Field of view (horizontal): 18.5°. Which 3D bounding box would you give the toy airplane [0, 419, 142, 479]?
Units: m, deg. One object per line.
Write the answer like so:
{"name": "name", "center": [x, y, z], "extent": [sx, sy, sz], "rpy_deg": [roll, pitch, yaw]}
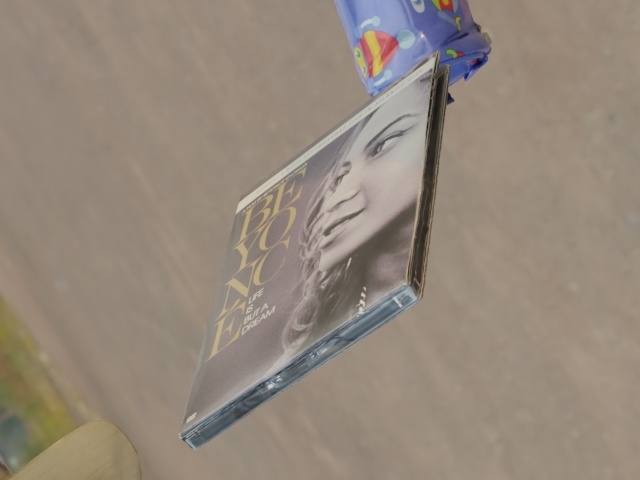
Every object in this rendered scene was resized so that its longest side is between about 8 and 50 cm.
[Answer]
{"name": "toy airplane", "center": [-0.301, 0.261, 1.118], "extent": [0.272, 0.386, 0.384], "rpy_deg": [-9, 72, 57]}

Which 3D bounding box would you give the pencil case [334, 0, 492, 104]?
{"name": "pencil case", "center": [0.068, -0.276, 1.833], "extent": [0.119, 0.133, 0.306], "rpy_deg": [144, 111, -66]}

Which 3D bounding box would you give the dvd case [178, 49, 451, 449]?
{"name": "dvd case", "center": [0.000, 0.000, 1.082], "extent": [0.018, 0.164, 0.221], "rpy_deg": [42, -149, -21]}
